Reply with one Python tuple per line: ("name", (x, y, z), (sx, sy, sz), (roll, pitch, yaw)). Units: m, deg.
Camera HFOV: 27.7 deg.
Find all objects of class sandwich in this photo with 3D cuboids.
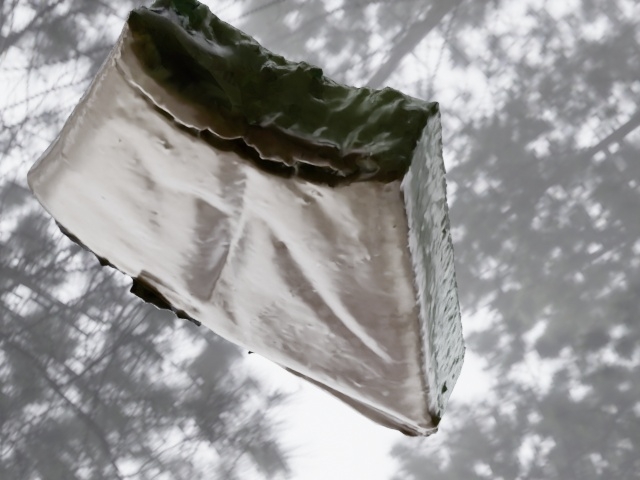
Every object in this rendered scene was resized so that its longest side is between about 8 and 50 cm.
("sandwich", (0.000, 0.000, 0.569), (0.245, 0.212, 0.063), (32, -115, -13))
